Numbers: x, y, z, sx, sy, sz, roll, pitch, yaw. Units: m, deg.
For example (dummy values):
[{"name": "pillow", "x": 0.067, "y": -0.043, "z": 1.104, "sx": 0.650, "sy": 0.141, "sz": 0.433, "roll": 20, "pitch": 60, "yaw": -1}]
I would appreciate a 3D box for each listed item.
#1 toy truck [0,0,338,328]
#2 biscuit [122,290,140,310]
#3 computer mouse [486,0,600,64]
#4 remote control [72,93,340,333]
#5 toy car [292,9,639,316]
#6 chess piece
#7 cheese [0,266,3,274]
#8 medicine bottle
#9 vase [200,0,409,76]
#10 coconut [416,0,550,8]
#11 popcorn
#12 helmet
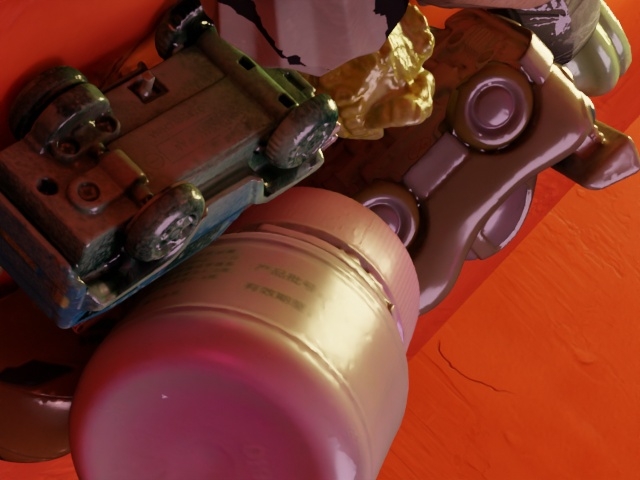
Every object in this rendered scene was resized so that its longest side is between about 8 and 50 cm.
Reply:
[{"name": "toy truck", "x": -0.123, "y": -0.062, "z": 1.269, "sx": 0.279, "sy": 0.155, "sz": 0.156, "roll": -35, "pitch": 163, "yaw": -38}, {"name": "biscuit", "x": -0.170, "y": 0.090, "z": 1.749, "sx": 0.296, "sy": 0.075, "sz": 0.296, "roll": -48, "pitch": 172, "yaw": -9}, {"name": "computer mouse", "x": 0.234, "y": -0.267, "z": 1.752, "sx": 0.126, "sy": 0.071, "sz": 0.231, "roll": -29, "pitch": 133, "yaw": -6}, {"name": "remote control", "x": -0.122, "y": -0.047, "z": 1.400, "sx": 0.277, "sy": 0.103, "sz": 0.055, "roll": -38, "pitch": 170, "yaw": -16}, {"name": "toy car", "x": 0.123, "y": -0.054, "z": 1.727, "sx": 0.336, "sy": 0.226, "sz": 0.242, "roll": -47, "pitch": -155, "yaw": 1}, {"name": "chess piece", "x": 0.195, "y": -0.161, "z": 1.904, "sx": 0.298, "sy": 0.176, "sz": 0.176, "roll": -42, "pitch": 166, "yaw": -11}, {"name": "cheese", "x": -0.259, "y": 0.004, "z": 1.329, "sx": 0.044, "sy": 0.030, "sz": 0.083, "roll": -27, "pitch": 153, "yaw": -36}, {"name": "medicine bottle", "x": -0.050, "y": 0.112, "z": 1.461, "sx": 0.256, "sy": 0.256, "sz": 0.325, "roll": -53, "pitch": -176, "yaw": 30}, {"name": "vase", "x": -0.018, "y": -0.242, "z": 1.081, "sx": 0.165, "sy": 0.165, "sz": 0.360, "roll": -42, "pitch": 163, "yaw": -12}, {"name": "coconut", "x": 0.119, "y": -0.272, "z": 1.296, "sx": 0.224, "sy": 0.224, "sz": 0.224, "roll": -42, "pitch": 167, "yaw": -13}, {"name": "popcorn", "x": 0.037, "y": -0.160, "z": 1.571, "sx": 0.135, "sy": 0.162, "sz": 0.141, "roll": -4, "pitch": 124, "yaw": -17}, {"name": "helmet", "x": -0.248, "y": 0.122, "z": 1.511, "sx": 0.198, "sy": 0.130, "sz": 0.224, "roll": -54, "pitch": 163, "yaw": 21}]
